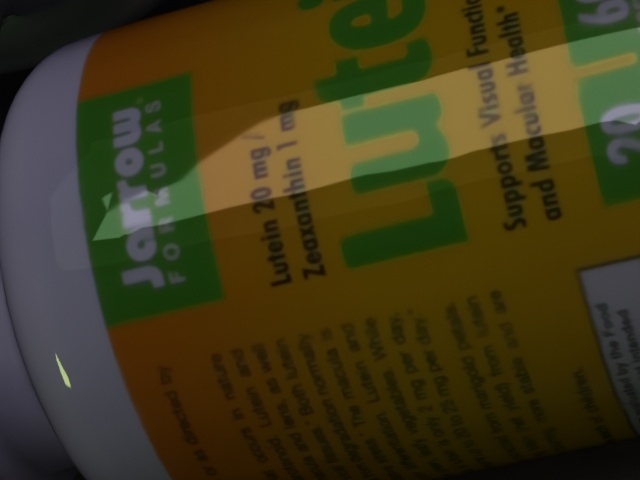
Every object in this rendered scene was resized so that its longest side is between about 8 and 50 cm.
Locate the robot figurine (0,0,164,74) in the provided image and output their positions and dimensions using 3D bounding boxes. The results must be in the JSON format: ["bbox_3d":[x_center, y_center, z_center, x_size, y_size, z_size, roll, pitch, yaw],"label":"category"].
[{"bbox_3d":[-0.102,-0.190,0.582,0.300,0.200,0.353,-51,15,35],"label":"robot figurine"}]

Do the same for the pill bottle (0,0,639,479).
[{"bbox_3d":[0.000,0.000,0.486,0.246,0.136,0.136,-14,52,13],"label":"pill bottle"}]
